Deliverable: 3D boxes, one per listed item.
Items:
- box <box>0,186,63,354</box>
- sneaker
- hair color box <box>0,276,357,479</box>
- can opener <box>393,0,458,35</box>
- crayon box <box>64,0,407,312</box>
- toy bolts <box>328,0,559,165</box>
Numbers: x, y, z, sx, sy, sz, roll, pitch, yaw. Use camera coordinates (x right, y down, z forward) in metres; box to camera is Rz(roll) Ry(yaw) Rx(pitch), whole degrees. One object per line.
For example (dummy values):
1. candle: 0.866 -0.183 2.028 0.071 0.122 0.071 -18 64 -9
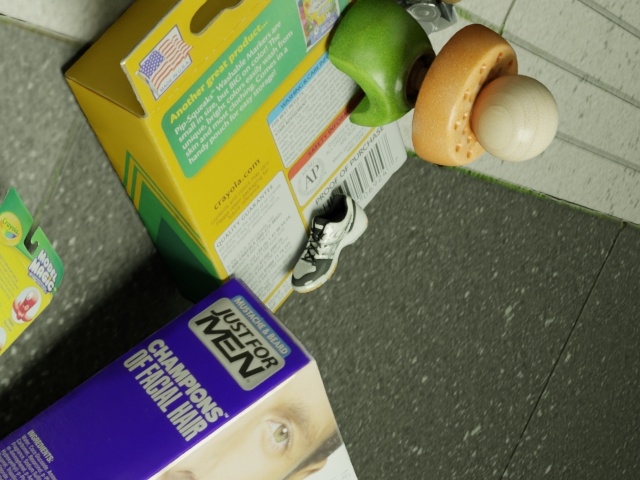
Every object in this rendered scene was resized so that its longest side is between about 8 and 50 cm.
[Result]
1. box: -0.245 0.050 1.004 0.179 0.043 0.105 -47 147 -19
2. sneaker: 0.000 0.000 1.185 0.083 0.032 0.037 -54 136 -21
3. hair color box: -0.147 0.199 1.136 0.339 0.110 0.185 -37 144 -14
4. can opener: 0.040 -0.248 1.181 0.283 0.076 0.095 57 34 -56
5. crayon box: -0.054 -0.102 1.124 0.203 0.083 0.323 -49 149 -20
6. toy bolts: 0.108 -0.180 1.071 0.218 0.158 0.228 -56 150 -18
